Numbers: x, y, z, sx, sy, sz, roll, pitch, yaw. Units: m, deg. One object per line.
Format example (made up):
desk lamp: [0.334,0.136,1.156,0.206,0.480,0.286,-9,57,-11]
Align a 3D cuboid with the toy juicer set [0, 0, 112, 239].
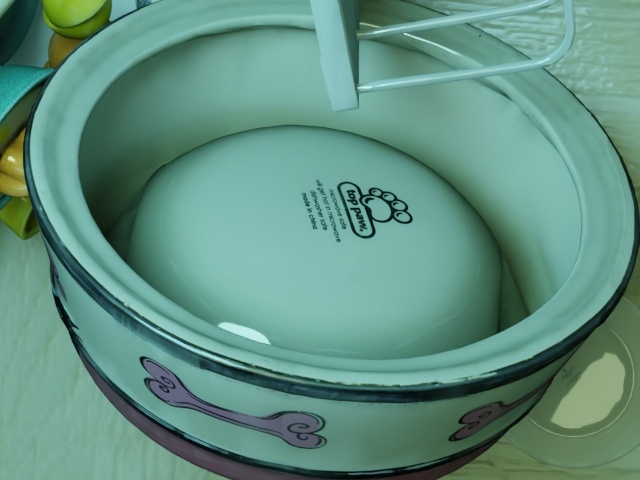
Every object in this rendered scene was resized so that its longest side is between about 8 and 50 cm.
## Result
toy juicer set: [-0.204,-0.098,1.206,0.089,0.329,0.209,33,94,7]

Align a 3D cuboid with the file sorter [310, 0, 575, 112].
file sorter: [0.077,-0.256,1.190,0.173,0.277,0.193,-7,130,8]

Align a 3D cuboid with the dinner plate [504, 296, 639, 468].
dinner plate: [0.191,0.102,1.307,0.141,0.017,0.141,-1,86,13]

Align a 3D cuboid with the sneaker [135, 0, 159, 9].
sneaker: [-0.086,-0.273,1.282,0.110,0.122,0.283,14,91,10]

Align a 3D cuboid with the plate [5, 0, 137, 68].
plate: [-0.214,-0.259,1.394,0.277,0.045,0.278,-44,80,8]

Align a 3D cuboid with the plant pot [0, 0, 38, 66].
plant pot: [-0.336,-0.211,1.265,0.272,0.255,0.271,0,88,12]

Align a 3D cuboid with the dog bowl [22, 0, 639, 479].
dog bowl: [0.000,0.000,1.185,0.408,0.408,0.150,22,133,12]
